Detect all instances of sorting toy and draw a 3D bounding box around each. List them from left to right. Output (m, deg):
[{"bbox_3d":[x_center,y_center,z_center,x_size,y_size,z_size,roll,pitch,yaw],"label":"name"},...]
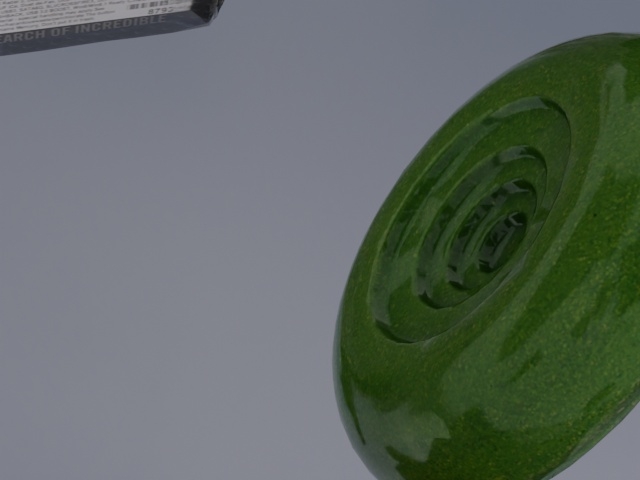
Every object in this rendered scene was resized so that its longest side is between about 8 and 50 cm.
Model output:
[{"bbox_3d":[0.000,0.000,0.441,0.126,0.127,0.366,34,-107,-23],"label":"sorting toy"}]

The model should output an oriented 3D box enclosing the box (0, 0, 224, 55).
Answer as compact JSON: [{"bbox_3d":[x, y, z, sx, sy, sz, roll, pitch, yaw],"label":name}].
[{"bbox_3d":[-0.144,-0.116,0.358,0.232,0.059,0.183,-8,-109,-12],"label":"box"}]
